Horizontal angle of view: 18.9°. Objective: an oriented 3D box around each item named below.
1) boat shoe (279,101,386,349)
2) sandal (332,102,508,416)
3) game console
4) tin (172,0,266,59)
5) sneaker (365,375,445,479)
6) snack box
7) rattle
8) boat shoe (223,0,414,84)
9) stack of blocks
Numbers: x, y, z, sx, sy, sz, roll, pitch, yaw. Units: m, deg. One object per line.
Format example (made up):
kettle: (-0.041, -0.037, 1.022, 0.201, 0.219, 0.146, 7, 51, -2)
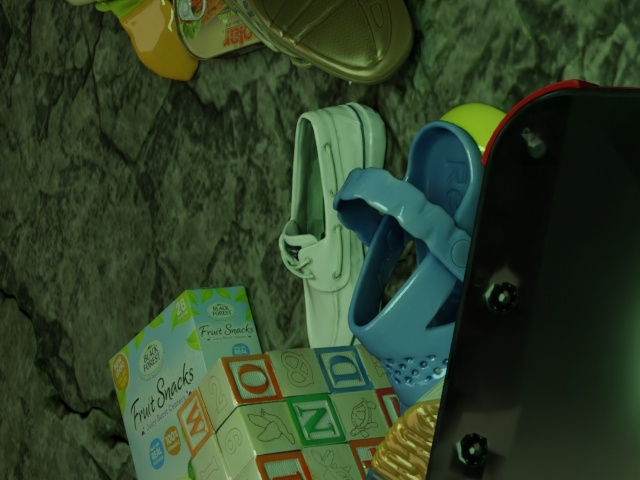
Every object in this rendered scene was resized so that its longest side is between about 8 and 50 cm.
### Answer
boat shoe: (0.000, 0.000, 1.566, 0.083, 0.075, 0.226, 11, 102, 55)
sandal: (0.074, 0.060, 1.412, 0.126, 0.138, 0.317, -2, 93, 54)
game console: (0.223, 0.098, 1.114, 0.342, 0.060, 0.387, 7, 82, 32)
tin: (-0.068, -0.217, 1.687, 0.189, 0.040, 0.106, -8, 82, 55)
sneaker: (0.132, 0.110, 1.318, 0.112, 0.131, 0.296, 34, 110, 19)
snack box: (-0.109, 0.169, 1.744, 0.174, 0.070, 0.207, -42, 57, 49)
rattle: (-0.175, -0.247, 1.847, 0.130, 0.142, 0.199, -55, 22, -2)
boat shoe: (-0.029, -0.215, 1.559, 0.285, 0.104, 0.089, 43, 173, 25)
stack of blocks: (0.024, 0.230, 1.465, 0.087, 0.171, 0.297, -51, 52, 44)
